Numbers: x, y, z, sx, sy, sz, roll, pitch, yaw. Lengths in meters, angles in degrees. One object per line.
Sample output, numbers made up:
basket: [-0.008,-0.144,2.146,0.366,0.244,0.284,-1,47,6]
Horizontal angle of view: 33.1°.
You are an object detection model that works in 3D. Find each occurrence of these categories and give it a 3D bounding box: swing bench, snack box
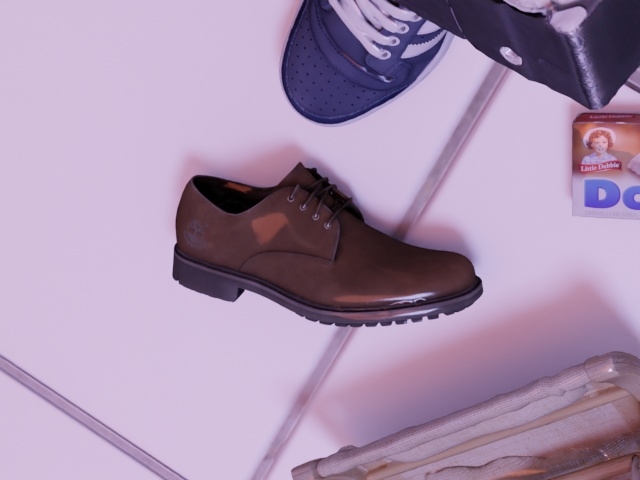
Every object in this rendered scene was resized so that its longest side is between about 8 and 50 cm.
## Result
swing bench: [0.141,0.236,0.715,0.253,0.165,0.254,-26,60,31]
snack box: [0.242,-0.042,0.645,0.178,0.022,0.064,4,116,21]

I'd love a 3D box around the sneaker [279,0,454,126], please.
sneaker: [0.050,-0.152,0.597,0.099,0.153,0.282,46,122,-2]

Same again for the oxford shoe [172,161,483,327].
oxford shoe: [0.000,0.000,0.733,0.227,0.083,0.096,10,112,17]

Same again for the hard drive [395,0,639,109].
hard drive: [0.055,-0.230,0.470,0.237,0.064,0.339,-49,56,-4]
